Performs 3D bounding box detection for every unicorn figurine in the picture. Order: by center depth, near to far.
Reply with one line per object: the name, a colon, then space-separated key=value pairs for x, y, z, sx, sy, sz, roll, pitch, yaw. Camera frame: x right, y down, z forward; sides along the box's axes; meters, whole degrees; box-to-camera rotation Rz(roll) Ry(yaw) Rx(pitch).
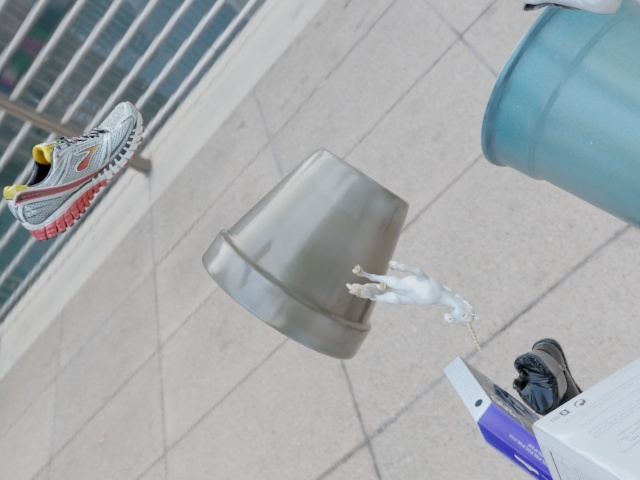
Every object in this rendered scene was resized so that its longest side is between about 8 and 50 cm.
unicorn figurine: x=0.106 y=0.061 z=0.791 sx=0.162 sy=0.111 sz=0.060 roll=25 pitch=93 yaw=63

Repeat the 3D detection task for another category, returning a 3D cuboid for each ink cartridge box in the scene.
ink cartridge box: x=0.303 y=0.293 z=1.084 sx=0.045 sy=0.206 sz=0.208 roll=-48 pitch=18 yaw=11

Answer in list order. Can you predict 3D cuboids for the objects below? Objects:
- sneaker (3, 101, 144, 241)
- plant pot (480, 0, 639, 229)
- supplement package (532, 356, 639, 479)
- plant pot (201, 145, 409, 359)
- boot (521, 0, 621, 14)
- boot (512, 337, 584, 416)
sneaker: x=-0.317 y=-0.108 z=0.910 sx=0.088 sy=0.093 sz=0.225 roll=-3 pitch=46 yaw=46
plant pot: x=0.485 y=-0.178 z=1.061 sx=0.334 sy=0.341 sz=0.341 roll=41 pitch=99 yaw=31
supplement package: x=0.267 y=0.173 z=0.407 sx=0.133 sy=0.139 sz=0.244 roll=-27 pitch=13 yaw=-12
plant pot: x=0.000 y=0.000 z=1.215 sx=0.280 sy=0.323 sz=0.323 roll=-58 pitch=34 yaw=7
boot: x=0.219 y=-0.308 z=0.735 sx=0.258 sy=0.095 sz=0.123 roll=-135 pitch=43 yaw=-55
boot: x=0.492 y=0.338 z=1.468 sx=0.094 sy=0.207 sz=0.247 roll=-23 pitch=85 yaw=30
